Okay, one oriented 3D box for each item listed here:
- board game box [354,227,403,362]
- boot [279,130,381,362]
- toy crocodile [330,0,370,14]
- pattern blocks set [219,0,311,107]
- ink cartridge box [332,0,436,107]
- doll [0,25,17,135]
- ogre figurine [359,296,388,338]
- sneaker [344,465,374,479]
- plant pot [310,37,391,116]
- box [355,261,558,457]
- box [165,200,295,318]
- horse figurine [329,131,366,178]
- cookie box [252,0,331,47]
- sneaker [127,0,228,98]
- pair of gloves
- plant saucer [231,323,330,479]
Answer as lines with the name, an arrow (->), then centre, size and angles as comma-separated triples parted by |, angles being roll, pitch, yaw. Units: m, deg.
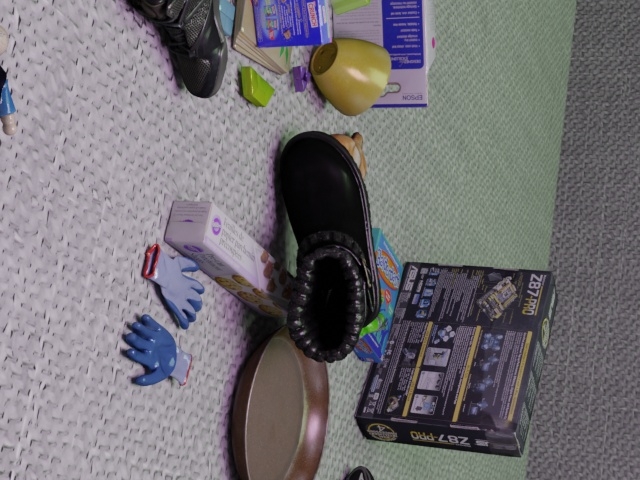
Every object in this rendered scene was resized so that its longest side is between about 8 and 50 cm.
board game box -> 0.096, 0.104, 2.243 | 0.160, 0.047, 0.210 | 55, 43, -53
boot -> 0.004, 0.000, 1.804 | 0.260, 0.131, 0.347 | -22, 94, -75
toy crocodile -> 0.003, -0.527, 1.863 | 0.105, 0.115, 0.340 | -39, 117, -67
pattern blocks set -> -0.083, -0.346, 1.827 | 0.325, 0.026, 0.285 | 47, 50, -58
ink cartridge box -> 0.110, -0.419, 2.074 | 0.069, 0.176, 0.370 | -21, 111, -65
doll -> -0.355, -0.139, 1.207 | 0.129, 0.046, 0.188 | 37, 51, -51
ogre figurine -> 0.048, 0.098, 2.074 | 0.118, 0.097, 0.197 | -56, 141, -51
sneaker -> 0.051, 0.469, 2.148 | 0.188, 0.067, 0.078 | -44, 137, -54
plant pot -> 0.039, -0.292, 2.011 | 0.095, 0.134, 0.134 | 25, 66, -38
box -> 0.274, 0.222, 2.326 | 0.097, 0.318, 0.394 | 66, 34, -44
box -> -0.120, 0.034, 1.730 | 0.324, 0.067, 0.063 | 47, 49, -59
horse figurine -> 0.032, -0.122, 2.061 | 0.263, 0.066, 0.174 | 18, 81, -68
cookie box -> -0.042, -0.334, 1.754 | 0.040, 0.107, 0.091 | -37, 125, -60
sneaker -> -0.188, -0.282, 1.536 | 0.130, 0.087, 0.227 | -33, 136, -41
pair of gloves -> -0.208, 0.108, 1.591 | 0.159, 0.023, 0.198 | 48, 49, -56
plant saucer -> -0.067, 0.283, 1.892 | 0.311, 0.050, 0.310 | 1, 90, -66
